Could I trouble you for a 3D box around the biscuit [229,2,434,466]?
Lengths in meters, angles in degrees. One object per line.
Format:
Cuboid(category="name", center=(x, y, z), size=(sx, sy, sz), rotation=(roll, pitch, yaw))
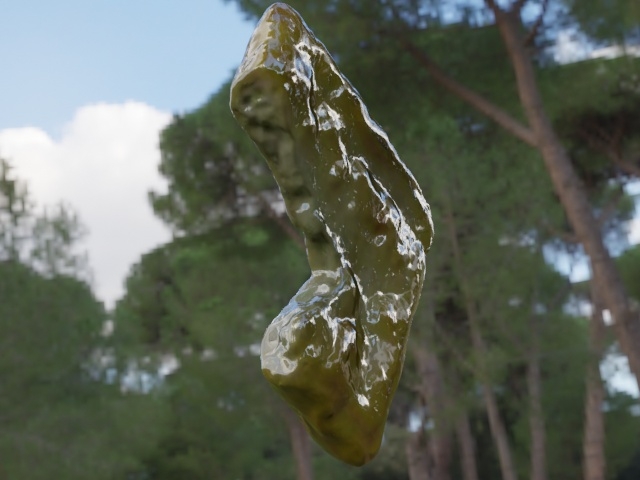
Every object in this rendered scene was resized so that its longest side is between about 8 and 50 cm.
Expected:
Cuboid(category="biscuit", center=(0.000, 0.000, 0.706), size=(0.039, 0.183, 0.174), rotation=(-10, -43, 30))
